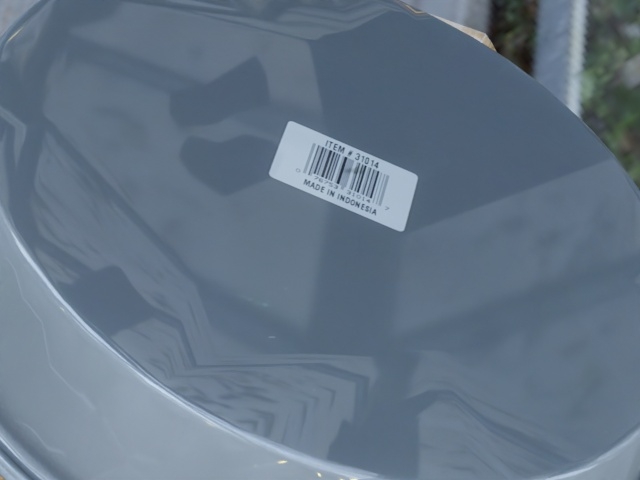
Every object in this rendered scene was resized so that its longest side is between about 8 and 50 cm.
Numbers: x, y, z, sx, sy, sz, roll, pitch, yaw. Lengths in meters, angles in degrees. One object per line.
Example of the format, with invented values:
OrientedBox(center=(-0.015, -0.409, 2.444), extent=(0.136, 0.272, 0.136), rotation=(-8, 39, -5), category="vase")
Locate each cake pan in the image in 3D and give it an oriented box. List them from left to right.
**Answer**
OrientedBox(center=(0.000, 0.000, 0.623), extent=(0.293, 0.054, 0.293), rotation=(15, 40, -13), category="cake pan")

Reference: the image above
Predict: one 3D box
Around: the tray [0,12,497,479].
OrientedBox(center=(-0.088, 0.056, 0.897), extent=(0.411, 0.203, 0.076), rotation=(-61, 152, -12), category="tray")
